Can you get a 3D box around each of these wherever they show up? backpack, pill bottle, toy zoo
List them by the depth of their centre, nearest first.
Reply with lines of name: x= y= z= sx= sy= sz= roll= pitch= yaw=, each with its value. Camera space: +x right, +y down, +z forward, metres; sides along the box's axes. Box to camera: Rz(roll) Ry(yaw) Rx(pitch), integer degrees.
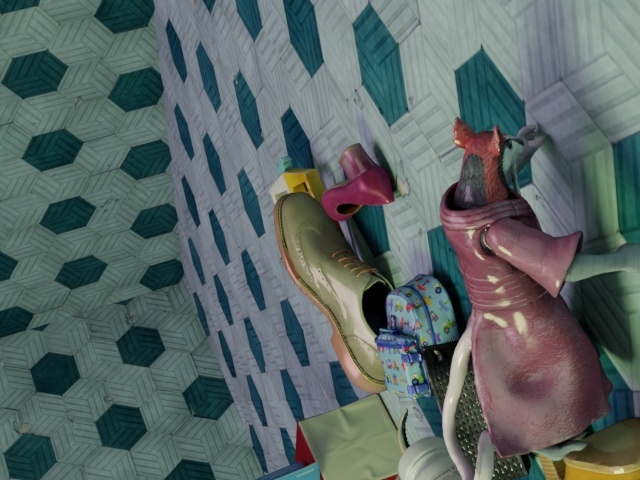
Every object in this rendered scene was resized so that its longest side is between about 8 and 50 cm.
backpack: x=0.151 y=0.144 z=1.675 sx=0.158 sy=0.117 sz=0.173 roll=-172 pitch=69 yaw=-72
pill bottle: x=0.214 y=0.412 z=1.709 sx=0.229 sy=0.131 sz=0.131 roll=-132 pitch=29 yaw=-57
toy zoo: x=-0.017 y=-0.026 z=2.125 sx=0.192 sy=0.030 sz=0.293 roll=-16 pitch=98 yaw=65

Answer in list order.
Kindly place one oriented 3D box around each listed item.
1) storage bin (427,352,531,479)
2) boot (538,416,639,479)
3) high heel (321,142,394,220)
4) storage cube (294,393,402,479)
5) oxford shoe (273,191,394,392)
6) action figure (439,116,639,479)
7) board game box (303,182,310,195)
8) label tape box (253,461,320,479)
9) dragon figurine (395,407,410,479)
storage bin: x=0.220 y=0.245 z=1.511 sx=0.122 sy=0.084 sz=0.180 roll=13 pitch=-122 yaw=-77
boot: x=0.344 y=0.316 z=1.240 sx=0.295 sy=0.104 sz=0.211 roll=142 pitch=105 yaw=-79
high heel: x=0.070 y=-0.062 z=1.839 sx=0.117 sy=0.082 sz=0.244 roll=58 pitch=156 yaw=17
storage cube: x=0.064 y=0.451 z=2.181 sx=0.193 sy=0.184 sz=0.215 roll=94 pitch=154 yaw=-52
oxford shoe: x=0.055 y=0.065 z=1.925 sx=0.397 sy=0.140 sz=0.146 roll=59 pitch=140 yaw=12
action figure: x=0.190 y=0.035 z=1.168 sx=0.370 sy=0.276 sz=0.248 roll=65 pitch=176 yaw=-26
board game box: x=0.000 y=0.000 z=2.215 sx=0.136 sy=0.030 sz=0.259 roll=-132 pitch=29 yaw=-52
label tape box: x=-0.127 y=0.546 z=2.127 sx=0.115 sy=0.249 sz=0.347 roll=53 pitch=155 yaw=44
dragon figurine: x=0.201 y=0.437 z=1.866 sx=0.085 sy=0.144 sz=0.289 roll=99 pitch=170 yaw=-61
